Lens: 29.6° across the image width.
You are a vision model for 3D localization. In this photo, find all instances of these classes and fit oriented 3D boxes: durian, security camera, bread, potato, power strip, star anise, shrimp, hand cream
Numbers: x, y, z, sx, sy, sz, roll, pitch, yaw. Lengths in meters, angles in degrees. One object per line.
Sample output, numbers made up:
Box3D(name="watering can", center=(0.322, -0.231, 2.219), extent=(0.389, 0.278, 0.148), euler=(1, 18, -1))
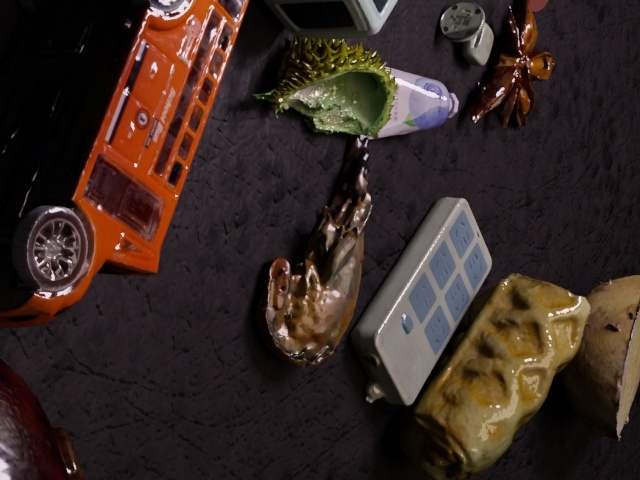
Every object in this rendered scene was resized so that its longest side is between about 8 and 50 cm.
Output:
Box3D(name="durian", center=(0.013, -0.155, 1.208), extent=(0.215, 0.086, 0.100), euler=(12, 99, -53))
Box3D(name="security camera", center=(0.181, -0.244, 1.456), extent=(0.092, 0.058, 0.058), euler=(45, 58, -62))
Box3D(name="bread", center=(0.197, 0.165, 1.419), extent=(0.130, 0.152, 0.268), euler=(42, 70, -11))
Box3D(name="potato", center=(0.417, 0.165, 1.778), extent=(0.299, 0.116, 0.239), euler=(-35, 129, -59))
Box3D(name="power strip", center=(0.120, 0.069, 1.408), extent=(0.270, 0.046, 0.118), euler=(-54, 135, -34))
Box3D(name="star anise", center=(0.255, -0.211, 1.551), extent=(0.157, 0.053, 0.212), euler=(38, 62, -49))
Box3D(name="shrimp", center=(0.009, 0.000, 1.231), extent=(0.117, 0.066, 0.262), euler=(30, 67, -51))
Box3D(name="hand cream", center=(0.099, -0.153, 1.352), extent=(0.142, 0.053, 0.084), euler=(-3, 98, -44))

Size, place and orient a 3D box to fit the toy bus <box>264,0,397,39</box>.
Box3D(name="toy bus", center=(0.038, -0.329, 1.166), extent=(0.165, 0.133, 0.271), euler=(56, 52, -41))

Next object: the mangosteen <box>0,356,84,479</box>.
Box3D(name="mangosteen", center=(-0.300, 0.185, 0.647), extent=(0.359, 0.306, 0.306), euler=(-10, 104, -29))

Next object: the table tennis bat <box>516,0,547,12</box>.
Box3D(name="table tennis bat", center=(0.297, -0.423, 1.614), extent=(0.138, 0.022, 0.247), euler=(38, 66, -50))

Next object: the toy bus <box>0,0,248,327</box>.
Box3D(name="toy bus", center=(-0.173, -0.080, 0.901), extent=(0.153, 0.143, 0.329), euler=(40, 61, -49))
